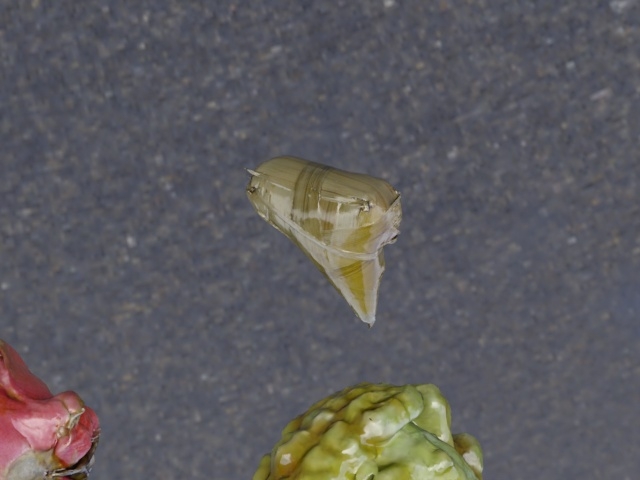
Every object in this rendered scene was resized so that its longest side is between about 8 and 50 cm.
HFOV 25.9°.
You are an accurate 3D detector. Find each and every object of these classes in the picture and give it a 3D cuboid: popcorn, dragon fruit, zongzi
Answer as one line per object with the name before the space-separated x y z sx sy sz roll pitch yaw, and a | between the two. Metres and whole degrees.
popcorn | 0.053 0.315 1.523 0.274 0.335 0.279 -4 134 33
dragon fruit | -0.358 0.240 1.396 0.226 0.305 0.305 11 160 29
zongzi | 0.000 0.000 1.708 0.099 0.195 0.197 -36 139 -49
